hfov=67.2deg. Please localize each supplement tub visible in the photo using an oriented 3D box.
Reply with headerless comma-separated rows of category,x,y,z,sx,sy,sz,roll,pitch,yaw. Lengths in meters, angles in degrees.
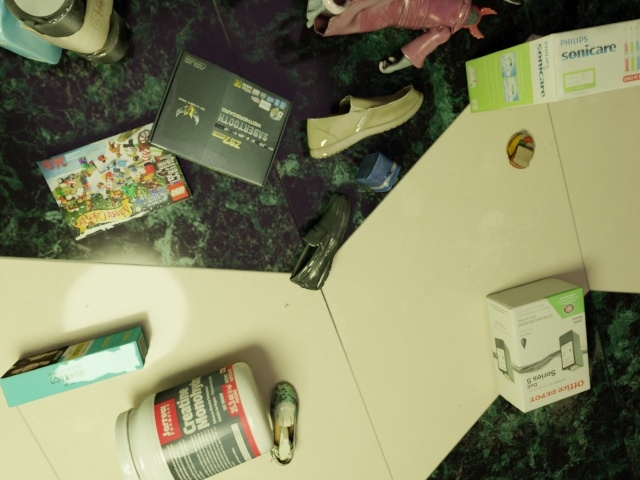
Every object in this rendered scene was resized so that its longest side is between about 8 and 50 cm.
supplement tub,-0.247,0.379,0.975,0.272,0.191,0.191,-19,103,-11

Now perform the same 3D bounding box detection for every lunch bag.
lunch bag,0.127,-0.143,1.027,0.065,0.098,0.067,27,87,-19

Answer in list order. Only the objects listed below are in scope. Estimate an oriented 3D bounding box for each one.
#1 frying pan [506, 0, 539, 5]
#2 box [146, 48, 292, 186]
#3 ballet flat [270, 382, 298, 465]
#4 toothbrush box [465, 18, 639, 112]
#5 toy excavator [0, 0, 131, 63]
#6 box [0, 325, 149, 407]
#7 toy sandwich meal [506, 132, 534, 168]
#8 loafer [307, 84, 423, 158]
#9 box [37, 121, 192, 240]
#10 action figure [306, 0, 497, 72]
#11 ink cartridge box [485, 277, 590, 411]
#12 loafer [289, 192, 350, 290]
frying pan,0.371,-0.513,0.960,0.326,0.197,0.053,11,135,-23
box,-0.190,-0.227,0.929,0.233,0.059,0.183,20,88,-24
ballet flat,-0.080,0.421,1.090,0.070,0.070,0.188,-2,100,-14
toothbrush box,0.463,-0.344,0.980,0.206,0.283,0.122,-13,102,-12
toy excavator,-0.566,-0.399,0.779,0.445,0.222,0.432,13,97,-2
box,-0.472,0.242,0.943,0.244,0.100,0.060,-15,101,-12
toy sandwich meal,0.475,-0.212,1.137,0.086,0.029,0.085,-2,100,-14
loafer,0.089,-0.261,0.996,0.269,0.102,0.092,-29,111,-7
box,-0.388,-0.117,0.931,0.233,0.044,0.159,-23,104,-9
action figure,0.165,-0.466,0.897,0.370,0.276,0.248,7,94,-8
ink cartridge box,0.537,0.253,1.187,0.198,0.115,0.272,-14,103,-11
loafer,0.000,0.000,1.031,0.078,0.076,0.223,18,98,-24
